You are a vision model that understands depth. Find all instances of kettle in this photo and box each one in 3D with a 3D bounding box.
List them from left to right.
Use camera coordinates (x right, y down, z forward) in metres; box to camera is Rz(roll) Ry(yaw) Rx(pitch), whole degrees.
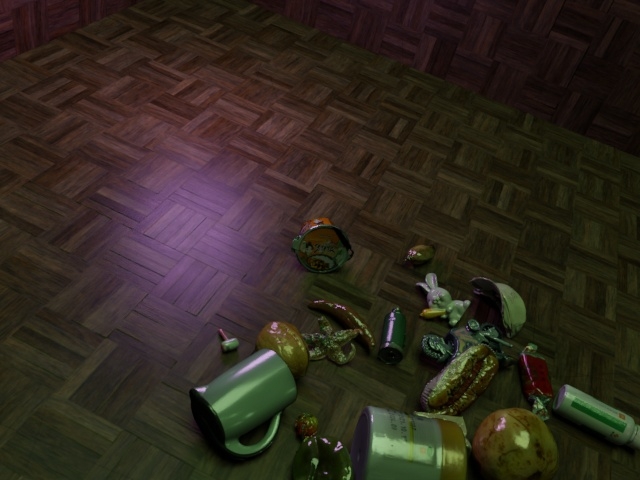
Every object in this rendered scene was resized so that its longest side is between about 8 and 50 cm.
[{"bbox_3d":[-0.183,0.416,1.528,0.236,0.161,0.221,-25,87,-38],"label":"kettle"}]

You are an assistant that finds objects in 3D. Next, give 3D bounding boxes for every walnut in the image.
[{"bbox_3d":[-0.102,0.303,1.679,0.144,0.144,0.180,-19,56,-35],"label":"walnut"}]

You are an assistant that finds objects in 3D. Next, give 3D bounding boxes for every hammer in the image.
[{"bbox_3d":[-0.267,0.277,1.739,0.052,0.031,0.083,-12,42,-34],"label":"hammer"}]

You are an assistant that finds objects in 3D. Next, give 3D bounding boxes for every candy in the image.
[{"bbox_3d":[-0.041,0.525,1.530,0.060,0.060,0.201,13,48,-5],"label":"candy"},{"bbox_3d":[0.652,0.419,1.873,0.086,0.059,0.292,14,41,-6],"label":"candy"}]

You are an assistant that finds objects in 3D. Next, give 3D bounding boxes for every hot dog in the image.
[{"bbox_3d":[0.394,0.399,1.724,0.268,0.075,0.144,-43,109,-17],"label":"hot dog"}]

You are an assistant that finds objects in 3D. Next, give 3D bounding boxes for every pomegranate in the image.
[{"bbox_3d":[0.496,0.536,1.590,0.215,0.215,0.215,10,41,-9],"label":"pomegranate"}]

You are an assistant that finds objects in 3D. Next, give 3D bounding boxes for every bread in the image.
[{"bbox_3d":[0.311,0.517,1.630,0.152,0.077,0.105,7,40,-10],"label":"bread"}]

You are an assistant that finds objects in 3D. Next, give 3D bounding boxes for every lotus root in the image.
[{"bbox_3d":[0.351,0.052,2.179,0.152,0.063,0.072,-17,32,-34],"label":"lotus root"}]

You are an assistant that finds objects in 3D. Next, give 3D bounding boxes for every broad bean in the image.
[{"bbox_3d":[0.005,0.553,1.444,0.153,0.072,0.207,-1,53,14],"label":"broad bean"}]

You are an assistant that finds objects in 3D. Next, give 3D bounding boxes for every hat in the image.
[{"bbox_3d":[0.598,0.184,2.022,0.164,0.226,0.219,-24,54,-12],"label":"hat"}]

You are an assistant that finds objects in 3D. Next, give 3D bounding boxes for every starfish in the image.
[{"bbox_3d":[0.024,0.294,1.792,0.209,0.053,0.150,-16,78,-15],"label":"starfish"}]

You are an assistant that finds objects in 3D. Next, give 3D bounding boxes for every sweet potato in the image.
[{"bbox_3d":[0.080,0.242,1.878,0.255,0.058,0.078,34,64,24],"label":"sweet potato"}]

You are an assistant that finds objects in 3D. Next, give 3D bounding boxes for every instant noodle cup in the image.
[{"bbox_3d":[0.000,0.000,2.049,0.208,0.178,0.125,25,22,-22],"label":"instant noodle cup"}]

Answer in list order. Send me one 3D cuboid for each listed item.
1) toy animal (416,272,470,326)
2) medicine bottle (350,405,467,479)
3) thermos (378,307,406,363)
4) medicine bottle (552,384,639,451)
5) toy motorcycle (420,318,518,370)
[{"bbox_3d":[0.384,0.199,2.024,0.181,0.131,0.127,37,12,12],"label":"toy animal"},{"bbox_3d":[0.198,0.526,1.454,0.231,0.238,0.238,13,40,-4],"label":"medicine bottle"},{"bbox_3d":[0.227,0.281,1.870,0.083,0.073,0.188,16,40,1],"label":"thermos"},{"bbox_3d":[0.814,0.518,1.789,0.260,0.095,0.095,27,41,13],"label":"medicine bottle"},{"bbox_3d":[0.450,0.338,1.866,0.307,0.108,0.173,-5,54,-26],"label":"toy motorcycle"}]
